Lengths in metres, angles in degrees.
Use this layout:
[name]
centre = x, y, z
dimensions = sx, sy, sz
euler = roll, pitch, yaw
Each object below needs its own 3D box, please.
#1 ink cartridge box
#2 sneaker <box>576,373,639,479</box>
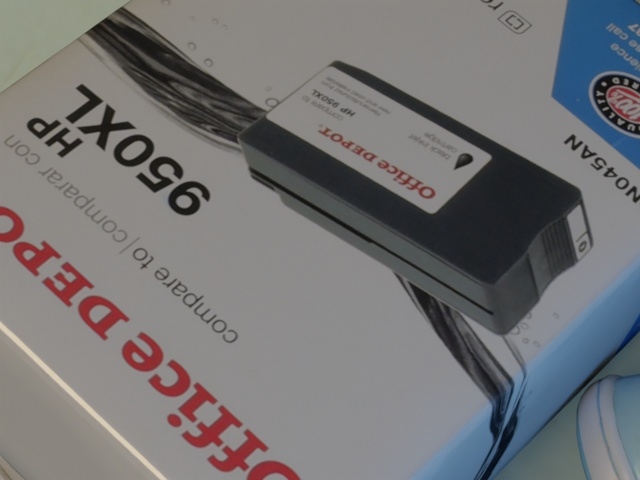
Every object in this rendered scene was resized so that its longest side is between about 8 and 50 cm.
[ink cartridge box]
centre = 0.000, 0.000, 0.986
dimensions = 0.285, 0.166, 0.395
euler = 41, 59, 15
[sneaker]
centre = 0.289, 0.170, 0.988
dimensions = 0.208, 0.127, 0.319
euler = -37, 79, 21
